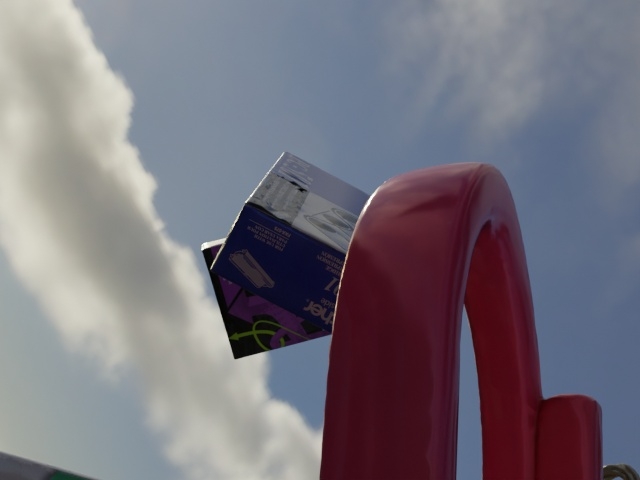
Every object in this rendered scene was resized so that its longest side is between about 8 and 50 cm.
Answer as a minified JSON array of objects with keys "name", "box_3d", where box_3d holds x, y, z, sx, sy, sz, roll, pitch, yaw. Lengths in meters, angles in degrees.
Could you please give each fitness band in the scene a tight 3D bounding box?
[{"name":"fitness band","box_3d":[0.058,0.112,0.532,0.209,0.054,0.291,39,49,-56]}]

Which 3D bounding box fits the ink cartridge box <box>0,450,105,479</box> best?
[{"name":"ink cartridge box","box_3d":[-0.183,0.248,0.826,0.181,0.225,0.056,16,-17,-3]}]

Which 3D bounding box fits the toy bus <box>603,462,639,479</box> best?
[{"name":"toy bus","box_3d":[0.137,0.249,0.921,0.104,0.191,0.202,40,24,-38]}]

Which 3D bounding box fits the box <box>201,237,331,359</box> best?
[{"name":"box","box_3d":[-0.020,0.039,1.311,0.029,0.162,0.116,-103,177,-75]}]

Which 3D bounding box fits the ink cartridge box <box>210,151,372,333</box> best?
[{"name":"ink cartridge box","box_3d":[0.000,0.000,0.827,0.097,0.046,0.207,28,12,-1]}]
